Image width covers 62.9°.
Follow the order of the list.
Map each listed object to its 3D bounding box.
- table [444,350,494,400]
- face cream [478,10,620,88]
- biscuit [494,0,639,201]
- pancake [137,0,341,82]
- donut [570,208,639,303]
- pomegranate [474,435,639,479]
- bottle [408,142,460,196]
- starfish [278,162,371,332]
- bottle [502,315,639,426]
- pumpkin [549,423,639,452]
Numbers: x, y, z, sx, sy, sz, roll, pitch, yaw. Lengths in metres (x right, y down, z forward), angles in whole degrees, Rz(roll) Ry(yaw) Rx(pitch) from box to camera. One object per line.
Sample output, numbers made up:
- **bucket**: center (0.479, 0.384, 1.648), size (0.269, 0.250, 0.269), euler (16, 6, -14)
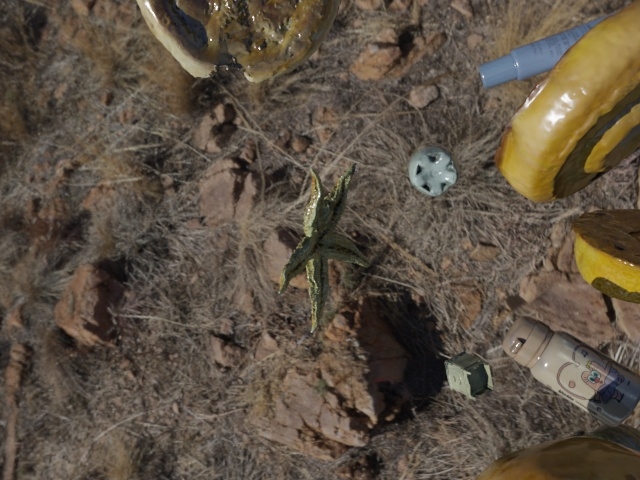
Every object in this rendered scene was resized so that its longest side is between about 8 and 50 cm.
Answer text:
- **table**: center (0.341, 0.311, 1.198), size (0.083, 0.062, 0.079), euler (12, 120, 62)
- **face cream**: center (0.624, -0.504, 1.399), size (0.385, 0.086, 0.135), euler (-16, 50, 18)
- **biscuit**: center (0.365, -0.162, 0.663), size (0.296, 0.296, 0.102), euler (-40, 62, 10)
- **pancake**: center (-0.140, -0.460, 0.914), size (0.382, 0.382, 0.071), euler (-44, 23, 8)
- **donut**: center (0.637, 0.031, 1.026), size (0.277, 0.277, 0.108), euler (16, 123, 33)
- **pomegranate**: center (0.311, 0.410, 0.617), size (0.342, 0.342, 0.342), euler (-11, 66, 26)
- **bottle**: center (0.199, -0.135, 0.940), size (0.083, 0.270, 0.083), euler (2, 103, 9)
- **starfish**: center (-0.003, 0.000, 1.151), size (0.078, 0.358, 0.347), euler (10, 116, 34)
- **bottle**: center (0.413, 0.205, 0.873), size (0.209, 0.110, 0.097), euler (34, 119, 20)
- **pumpkin**: center (0.746, 0.641, 1.400), size (0.327, 0.291, 0.257), euler (-45, 52, 45)
